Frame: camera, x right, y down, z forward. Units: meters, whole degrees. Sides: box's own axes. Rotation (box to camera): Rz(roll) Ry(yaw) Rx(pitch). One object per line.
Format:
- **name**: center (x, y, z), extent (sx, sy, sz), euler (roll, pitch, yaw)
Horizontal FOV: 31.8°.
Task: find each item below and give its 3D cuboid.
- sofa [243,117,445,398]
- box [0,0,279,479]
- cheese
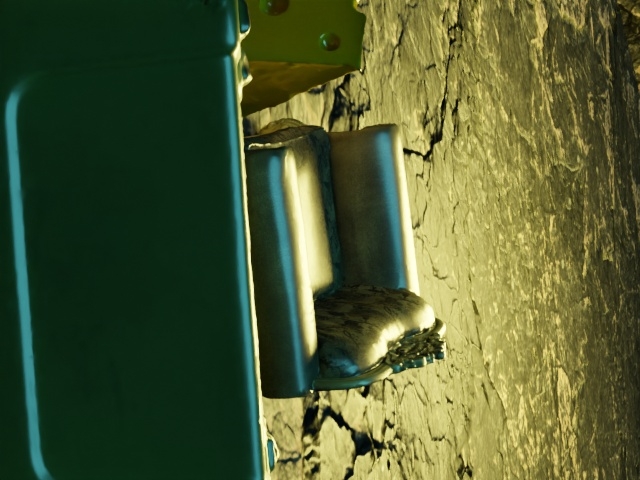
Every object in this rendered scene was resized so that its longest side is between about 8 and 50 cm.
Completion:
- **sofa**: center (0.000, 0.000, 0.889), extent (0.258, 0.182, 0.199), euler (-20, 104, -63)
- **box**: center (-0.111, 0.015, 0.583), extent (0.253, 0.178, 0.328), euler (-139, -137, -88)
- **cheese**: center (-0.046, -0.157, 0.829), extent (0.126, 0.171, 0.093), euler (43, 49, -55)
